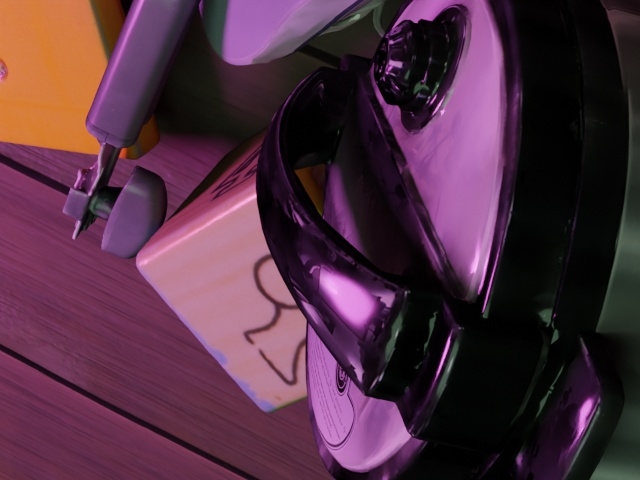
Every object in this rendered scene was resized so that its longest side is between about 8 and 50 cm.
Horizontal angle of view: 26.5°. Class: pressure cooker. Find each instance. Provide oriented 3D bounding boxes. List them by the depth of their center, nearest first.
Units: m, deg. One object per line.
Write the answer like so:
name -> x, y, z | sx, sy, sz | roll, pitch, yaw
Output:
pressure cooker -> 0.162, 0.009, 0.882 | 0.421, 0.375, 0.370 | 12, 165, -17

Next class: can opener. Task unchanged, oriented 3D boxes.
can opener -> -0.142, -0.103, 1.140 | 0.095, 0.076, 0.283 | 26, 126, -5

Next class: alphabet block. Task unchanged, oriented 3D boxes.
alphabet block -> 0.000, 0.000, 1.155 | 0.197, 0.193, 0.192 | -27, 110, 40

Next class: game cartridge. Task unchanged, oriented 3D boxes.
game cartridge -> -0.299, -0.234, 1.219 | 0.285, 0.052, 0.323 | 10, 127, 30

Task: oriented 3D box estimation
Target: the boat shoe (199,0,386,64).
boat shoe -> 0.030, -0.219, 1.007 | 0.367, 0.157, 0.135 | -17, 81, 65
